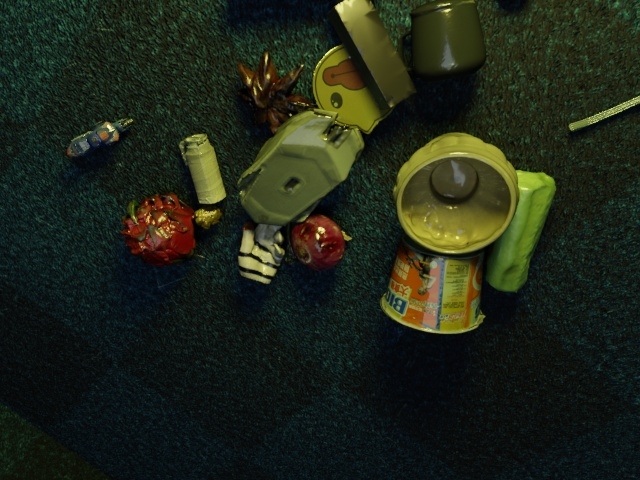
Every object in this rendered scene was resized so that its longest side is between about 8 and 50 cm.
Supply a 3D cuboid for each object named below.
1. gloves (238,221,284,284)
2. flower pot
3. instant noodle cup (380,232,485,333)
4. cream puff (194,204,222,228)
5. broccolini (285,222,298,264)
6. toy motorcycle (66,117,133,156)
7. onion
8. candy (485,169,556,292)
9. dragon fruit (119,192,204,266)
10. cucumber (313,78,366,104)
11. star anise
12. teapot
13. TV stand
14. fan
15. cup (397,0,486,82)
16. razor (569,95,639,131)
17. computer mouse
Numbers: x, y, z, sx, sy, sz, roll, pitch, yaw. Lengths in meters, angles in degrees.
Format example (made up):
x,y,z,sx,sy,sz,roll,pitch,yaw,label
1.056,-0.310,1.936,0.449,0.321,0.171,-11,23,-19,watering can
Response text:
x,y,z,sx,sy,sz,roll,pitch,yaw,label
-0.173,0.020,1.608,0.140,0.131,0.218,20,94,12,gloves
0.343,-0.134,1.325,0.308,0.244,0.307,6,121,11,flower pot
0.322,0.099,1.451,0.297,0.296,0.213,7,112,9,instant noodle cup
-0.352,-0.076,1.614,0.083,0.058,0.083,21,79,-16,cream puff
-0.100,-0.022,1.613,0.044,0.042,0.217,0,112,14,broccolini
-0.647,-0.307,1.525,0.205,0.114,0.076,-18,114,20,toy motorcycle
-0.008,0.004,1.537,0.178,0.153,0.177,15,140,13,onion
0.535,-0.022,1.404,0.132,0.142,0.343,3,120,2,candy
-0.474,-0.021,1.615,0.234,0.233,0.293,-33,138,26,dragon fruit
0.056,-0.378,1.358,0.115,0.062,0.116,33,103,-9,cucumber
-0.128,-0.361,1.354,0.272,0.102,0.271,21,137,21,star anise
-0.356,-0.214,1.538,0.107,0.077,0.200,8,122,31,teapot
0.128,-0.458,1.260,0.088,0.083,0.269,-34,106,-4,TV stand
0.083,-0.433,1.303,0.230,0.011,0.334,-16,102,-7,fan
0.271,-0.467,1.215,0.223,0.169,0.176,8,120,43,cup
0.708,-0.313,1.261,0.191,0.037,0.068,-25,68,27,razor
-0.066,-0.201,1.413,0.228,0.145,0.429,31,132,-23,computer mouse
